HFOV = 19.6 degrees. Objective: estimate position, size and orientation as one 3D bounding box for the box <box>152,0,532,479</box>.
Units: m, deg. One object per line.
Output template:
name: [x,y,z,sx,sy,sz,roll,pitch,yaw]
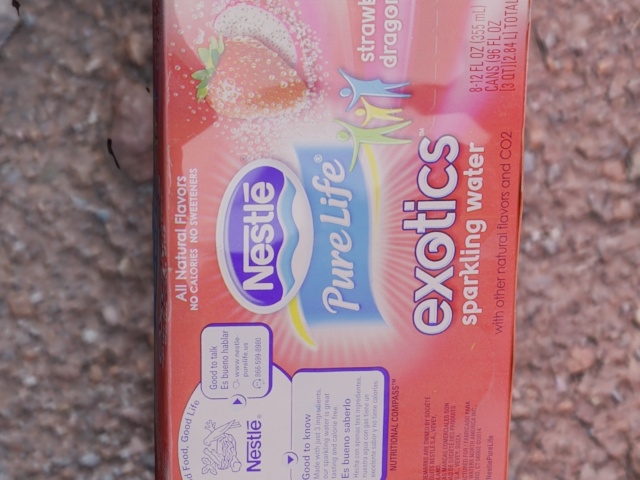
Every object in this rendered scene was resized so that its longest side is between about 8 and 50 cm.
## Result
box: [0.000,0.000,0.826,0.154,0.142,0.299,-2,107,-7]
